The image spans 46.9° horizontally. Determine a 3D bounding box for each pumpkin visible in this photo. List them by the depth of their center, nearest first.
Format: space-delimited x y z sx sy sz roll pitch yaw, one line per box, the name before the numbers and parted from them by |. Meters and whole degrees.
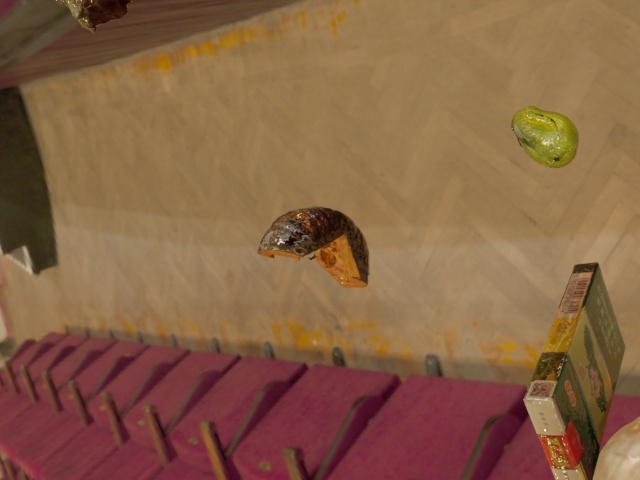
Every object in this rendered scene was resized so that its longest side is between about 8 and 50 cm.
pumpkin | 0.000 0.000 1.138 0.119 0.184 0.107 3 75 57

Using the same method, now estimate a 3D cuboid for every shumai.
shumai | -0.235 -0.264 0.743 0.099 0.124 0.087 -46 44 28

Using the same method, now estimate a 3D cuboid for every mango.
mango | 0.394 -0.185 1.290 0.091 0.074 0.165 -41 34 15

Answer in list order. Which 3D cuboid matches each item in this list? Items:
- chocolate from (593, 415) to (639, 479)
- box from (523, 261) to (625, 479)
chocolate | 0.394 0.348 0.952 0.134 0.134 0.309 38 97 37
box | 0.284 0.142 0.806 0.034 0.235 0.132 -8 117 37
